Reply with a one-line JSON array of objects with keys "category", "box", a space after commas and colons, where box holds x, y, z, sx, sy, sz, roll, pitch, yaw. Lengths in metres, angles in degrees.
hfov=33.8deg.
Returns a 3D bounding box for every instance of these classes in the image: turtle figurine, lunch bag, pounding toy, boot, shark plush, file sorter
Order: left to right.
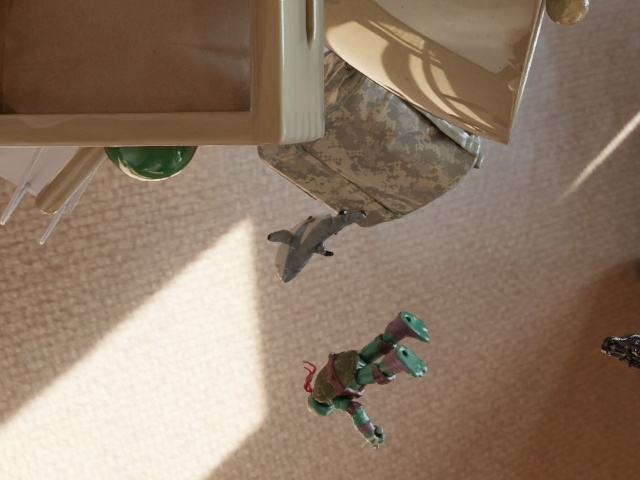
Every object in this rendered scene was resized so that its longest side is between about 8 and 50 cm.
[{"category": "file sorter", "box": [-0.450, -0.150, 1.483, 0.277, 0.173, 0.193, 31, 114, -12]}, {"category": "pounding toy", "box": [-0.066, -0.075, 0.381, 0.130, 0.100, 0.141, 1, 97, 11]}, {"category": "shark plush", "box": [0.000, 0.000, 1.562, 0.161, 0.073, 0.067, -26, 73, 9]}, {"category": "turtle figurine", "box": [0.055, 0.206, 1.501, 0.118, 0.234, 0.175, 24, 39, -30]}, {"category": "lunch bag", "box": [0.090, -0.182, 1.755, 0.305, 0.256, 0.213, 35, 57, -30]}, {"category": "boot", "box": [0.539, 0.192, 1.759, 0.121, 0.099, 0.045, 6, 103, -41]}]

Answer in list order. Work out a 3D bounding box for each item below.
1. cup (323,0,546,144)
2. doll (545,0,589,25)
[{"category": "cup", "box": [0.081, -0.267, 0.861, 0.236, 0.331, 0.331, 15, 83, 9]}, {"category": "doll", "box": [0.231, -0.272, 0.879, 0.129, 0.046, 0.189, -20, 127, -52]}]
